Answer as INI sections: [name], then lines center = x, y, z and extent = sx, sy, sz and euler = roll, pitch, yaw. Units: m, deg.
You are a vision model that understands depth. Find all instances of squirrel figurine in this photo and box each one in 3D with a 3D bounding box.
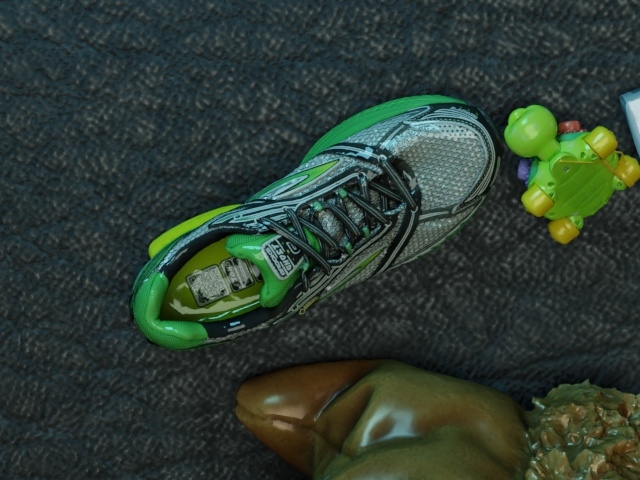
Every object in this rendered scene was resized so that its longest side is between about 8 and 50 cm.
[squirrel figurine]
center = 0.129, 0.251, 1.327
extent = 0.397, 0.370, 0.281
euler = -11, 101, 2

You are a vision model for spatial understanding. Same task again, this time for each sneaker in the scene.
[sneaker]
center = 0.000, 0.000, 1.393
extent = 0.343, 0.146, 0.134
euler = -31, 100, 5

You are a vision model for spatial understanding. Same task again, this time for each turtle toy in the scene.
[turtle toy]
center = 0.199, -0.064, 1.409
extent = 0.095, 0.066, 0.130
euler = -43, 135, 7

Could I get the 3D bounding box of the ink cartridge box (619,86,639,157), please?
[ink cartridge box]
center = 0.348, -0.064, 1.432
extent = 0.145, 0.045, 0.179
euler = -22, 98, 5
